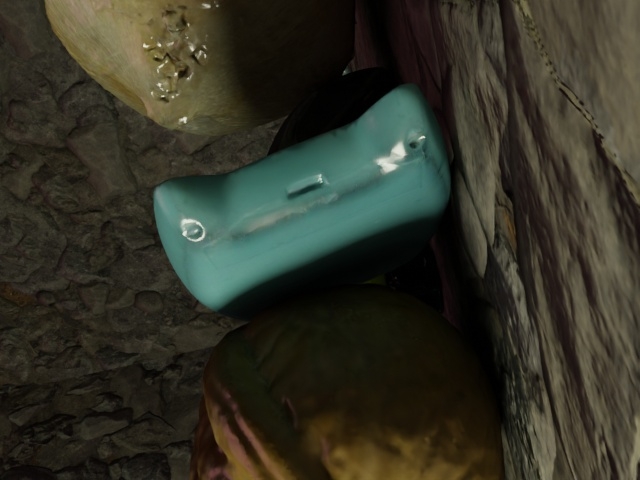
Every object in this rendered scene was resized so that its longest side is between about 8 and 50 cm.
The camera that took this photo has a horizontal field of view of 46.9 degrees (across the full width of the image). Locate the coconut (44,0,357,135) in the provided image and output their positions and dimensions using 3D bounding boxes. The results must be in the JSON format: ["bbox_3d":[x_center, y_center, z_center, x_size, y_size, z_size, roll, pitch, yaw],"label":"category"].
[{"bbox_3d":[-0.139,-0.300,0.894,0.404,0.404,0.405,-13,-90,-89],"label":"coconut"}]

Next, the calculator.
[{"bbox_3d":[0.000,0.000,0.678,0.386,0.256,0.054,73,174,-74],"label":"calculator"}]

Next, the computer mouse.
[{"bbox_3d":[-0.029,-0.073,0.871,0.379,0.090,0.167,-52,-27,-29],"label":"computer mouse"}]

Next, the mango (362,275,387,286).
[{"bbox_3d":[0.084,0.127,1.171,0.192,0.155,0.343,75,-178,-53],"label":"mango"}]

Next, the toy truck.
[{"bbox_3d":[0.104,0.022,0.929,0.079,0.065,0.147,71,-176,-47],"label":"toy truck"}]

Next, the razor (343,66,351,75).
[{"bbox_3d":[0.023,-0.429,1.456,0.106,0.068,0.232,-99,-10,-59],"label":"razor"}]

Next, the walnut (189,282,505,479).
[{"bbox_3d":[0.023,0.193,0.676,0.333,0.332,0.333,-13,-90,-89],"label":"walnut"}]
